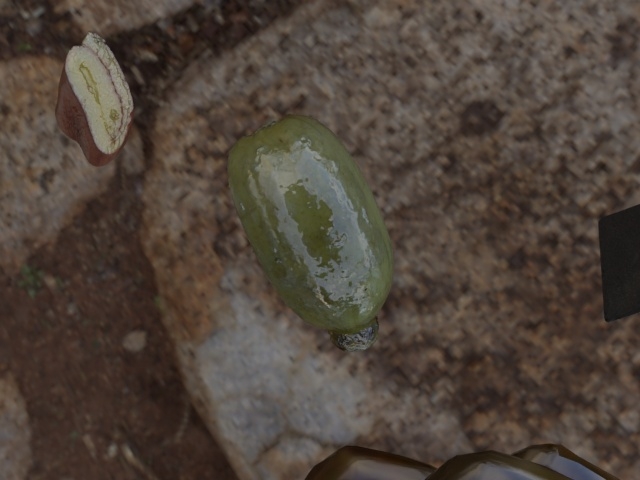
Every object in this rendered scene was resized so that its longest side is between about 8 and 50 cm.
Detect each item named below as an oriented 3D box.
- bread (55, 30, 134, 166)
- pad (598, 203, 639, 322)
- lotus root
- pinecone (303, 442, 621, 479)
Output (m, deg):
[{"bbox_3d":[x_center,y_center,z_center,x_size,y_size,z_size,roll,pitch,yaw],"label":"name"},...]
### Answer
[{"bbox_3d":[-0.253,-0.149,1.582,0.067,0.119,0.192,-28,176,-20],"label":"bread"},{"bbox_3d":[0.408,0.003,1.573,0.211,0.143,0.003,-21,143,36],"label":"pad"},{"bbox_3d":[0.000,0.000,0.965,0.090,0.077,0.183,-17,111,14],"label":"lotus root"},{"bbox_3d":[0.067,0.279,0.445,0.397,0.398,0.398,-17,130,-21],"label":"pinecone"}]
